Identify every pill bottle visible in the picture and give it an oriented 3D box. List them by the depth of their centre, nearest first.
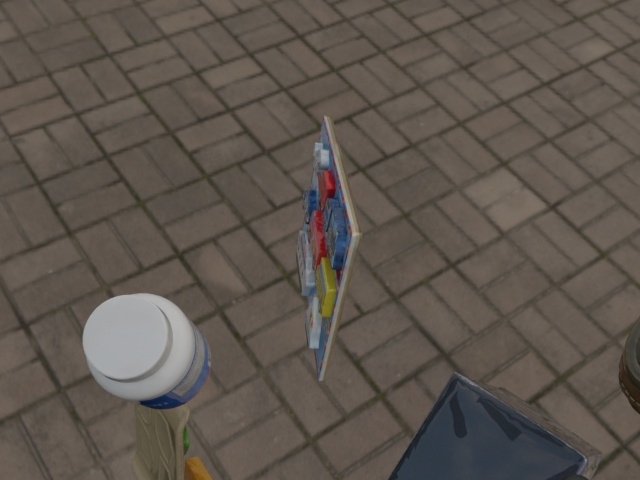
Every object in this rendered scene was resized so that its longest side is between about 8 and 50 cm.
[{"bbox_3d":[-0.206,0.132,0.883,0.124,0.221,0.124,0,72,1],"label":"pill bottle"}]

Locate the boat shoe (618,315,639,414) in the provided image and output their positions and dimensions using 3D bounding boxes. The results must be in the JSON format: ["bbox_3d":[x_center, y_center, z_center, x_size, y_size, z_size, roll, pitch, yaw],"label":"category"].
[{"bbox_3d":[0.375,0.032,0.669,0.307,0.104,0.111,-42,58,-9],"label":"boat shoe"}]

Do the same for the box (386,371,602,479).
[{"bbox_3d":[0.197,0.346,0.932,0.183,0.294,0.296,32,91,28],"label":"box"}]

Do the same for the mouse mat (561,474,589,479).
[{"bbox_3d":[0.183,0.292,0.616,0.190,0.007,0.152,-28,33,-5],"label":"mouse mat"}]

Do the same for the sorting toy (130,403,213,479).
[{"bbox_3d":[-0.214,0.318,1.077,0.041,0.229,0.307,-6,25,-30],"label":"sorting toy"}]

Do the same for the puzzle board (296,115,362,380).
[{"bbox_3d":[0.000,0.000,0.416,0.011,0.096,0.128,6,34,-10],"label":"puzzle board"}]
